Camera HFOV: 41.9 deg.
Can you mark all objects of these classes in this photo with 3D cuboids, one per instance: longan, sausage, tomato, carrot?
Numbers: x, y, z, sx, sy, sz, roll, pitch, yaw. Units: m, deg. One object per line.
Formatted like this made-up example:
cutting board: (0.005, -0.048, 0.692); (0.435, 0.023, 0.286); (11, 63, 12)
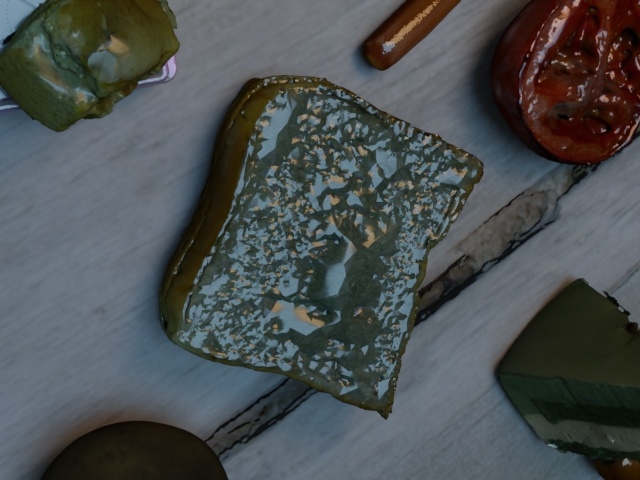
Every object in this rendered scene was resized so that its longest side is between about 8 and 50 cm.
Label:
longan: (-0.173, 0.251, 0.776); (0.187, 0.168, 0.167); (-11, 104, -46)
sausage: (0.095, -0.229, 0.879); (0.131, 0.041, 0.039); (-44, 119, -12)
tomato: (0.279, -0.193, 0.946); (0.228, 0.101, 0.227); (-10, 112, -27)
carrot: (0.469, 0.331, 1.154); (0.336, 0.069, 0.069); (30, 86, -33)

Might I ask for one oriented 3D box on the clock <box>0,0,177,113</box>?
clock: (-0.235, -0.193, 0.716); (0.197, 0.063, 0.150); (-15, 106, -22)

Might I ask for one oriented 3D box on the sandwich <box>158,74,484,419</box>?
sandwich: (0.000, 0.000, 0.843); (0.271, 0.099, 0.301); (20, 91, -27)

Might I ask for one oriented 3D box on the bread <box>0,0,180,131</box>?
bread: (-0.175, -0.158, 0.657); (0.156, 0.110, 0.103); (-46, 109, -12)

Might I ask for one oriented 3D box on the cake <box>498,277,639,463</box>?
cake: (0.335, 0.195, 0.949); (0.172, 0.283, 0.158); (-40, 114, 4)
